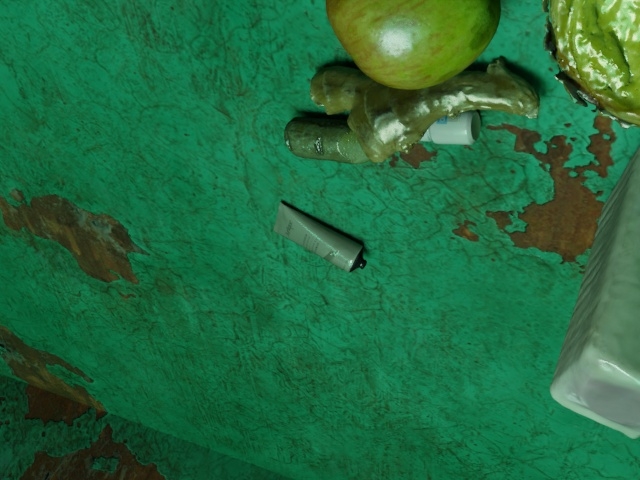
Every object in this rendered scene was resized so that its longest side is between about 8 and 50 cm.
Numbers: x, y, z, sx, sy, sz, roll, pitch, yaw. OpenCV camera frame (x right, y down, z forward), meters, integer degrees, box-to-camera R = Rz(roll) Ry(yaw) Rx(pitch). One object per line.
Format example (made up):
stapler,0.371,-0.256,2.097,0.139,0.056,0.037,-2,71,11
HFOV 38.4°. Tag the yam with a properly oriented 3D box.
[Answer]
yam,0.021,-0.153,1.412,0.147,0.069,0.069,10,143,25

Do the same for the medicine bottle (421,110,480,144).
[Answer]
medicine bottle,0.179,-0.163,1.305,0.089,0.052,0.052,5,141,29

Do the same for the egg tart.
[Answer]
egg tart,0.378,-0.243,0.992,0.279,0.095,0.278,23,133,26

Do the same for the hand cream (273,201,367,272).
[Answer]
hand cream,0.000,0.000,1.657,0.186,0.054,0.087,28,143,9

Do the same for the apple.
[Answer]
apple,0.113,-0.276,1.077,0.196,0.196,0.196,18,146,13

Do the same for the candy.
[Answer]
candy,0.420,0.061,1.179,0.145,0.358,0.208,22,153,7

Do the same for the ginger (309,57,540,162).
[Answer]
ginger,0.130,-0.189,1.261,0.334,0.147,0.081,-5,165,28
